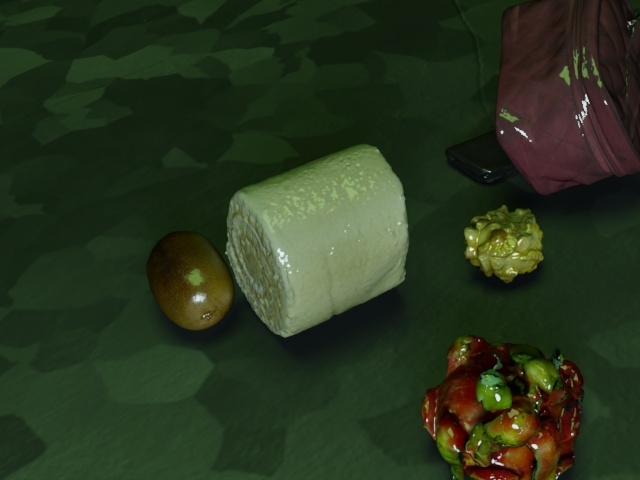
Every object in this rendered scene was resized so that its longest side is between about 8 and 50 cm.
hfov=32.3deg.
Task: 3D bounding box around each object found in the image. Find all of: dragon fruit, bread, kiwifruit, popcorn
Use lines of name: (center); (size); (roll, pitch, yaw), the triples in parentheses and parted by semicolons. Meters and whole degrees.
dragon fruit: (0.147, 0.125, 0.829); (0.138, 0.175, 0.142); (-28, 67, -10)
bread: (0.000, 0.000, 1.005); (0.141, 0.148, 0.134); (-24, 72, -20)
kiwifruit: (-0.124, 0.036, 1.049); (0.075, 0.075, 0.124); (-17, 38, -13)
popcorn: (0.172, 0.001, 1.042); (0.083, 0.057, 0.082); (15, 39, 37)

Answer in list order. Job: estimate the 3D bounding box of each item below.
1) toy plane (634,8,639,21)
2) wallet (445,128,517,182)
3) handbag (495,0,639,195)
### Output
toy plane: (0.383, -0.234, 1.305); (0.223, 0.104, 0.326); (-37, 29, 9)
wallet: (0.222, -0.107, 1.229); (0.156, 0.018, 0.082); (-21, 36, -19)
handbag: (0.266, -0.163, 1.141); (0.135, 0.146, 0.225); (-16, 43, 31)
